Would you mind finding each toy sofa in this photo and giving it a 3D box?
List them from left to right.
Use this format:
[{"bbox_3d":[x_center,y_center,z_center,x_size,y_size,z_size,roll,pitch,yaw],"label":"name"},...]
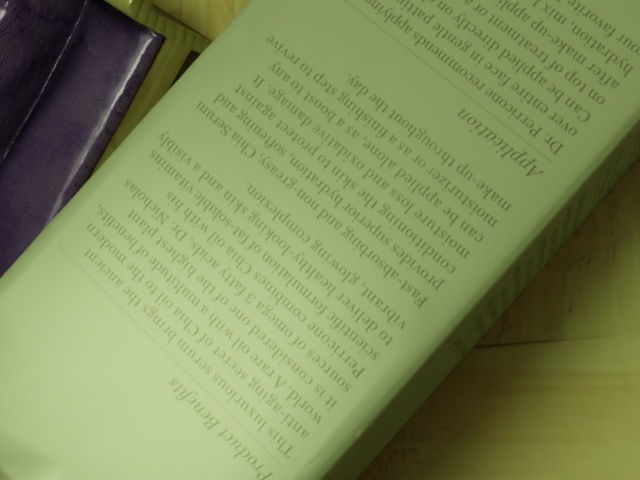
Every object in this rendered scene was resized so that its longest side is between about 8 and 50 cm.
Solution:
[{"bbox_3d":[-0.280,-0.097,0.961,0.150,0.177,0.362,38,100,38],"label":"toy sofa"}]

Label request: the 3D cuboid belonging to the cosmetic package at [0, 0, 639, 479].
[{"bbox_3d":[0.000,0.000,0.632,0.230,0.161,0.453,42,89,16],"label":"cosmetic package"}]
